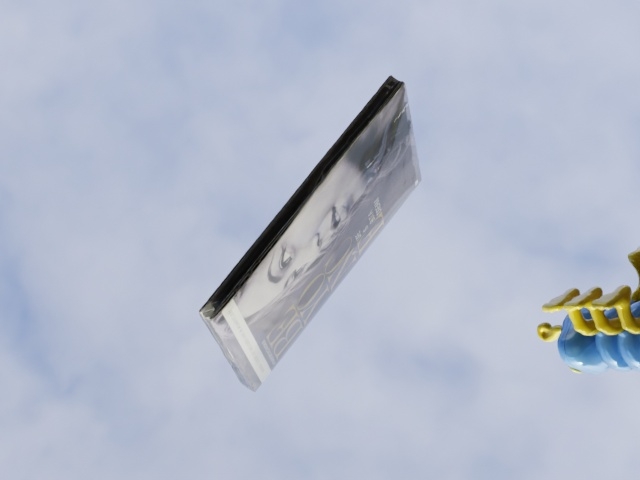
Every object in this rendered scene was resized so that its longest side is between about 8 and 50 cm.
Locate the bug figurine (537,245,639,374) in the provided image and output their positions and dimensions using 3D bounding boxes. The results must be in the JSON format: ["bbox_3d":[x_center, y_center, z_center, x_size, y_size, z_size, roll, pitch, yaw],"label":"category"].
[{"bbox_3d":[0.252,0.010,0.766,0.279,0.216,0.072,-25,-79,-34],"label":"bug figurine"}]

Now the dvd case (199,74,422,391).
[{"bbox_3d":[0.000,0.000,1.133,0.018,0.164,0.221,34,-104,20],"label":"dvd case"}]
